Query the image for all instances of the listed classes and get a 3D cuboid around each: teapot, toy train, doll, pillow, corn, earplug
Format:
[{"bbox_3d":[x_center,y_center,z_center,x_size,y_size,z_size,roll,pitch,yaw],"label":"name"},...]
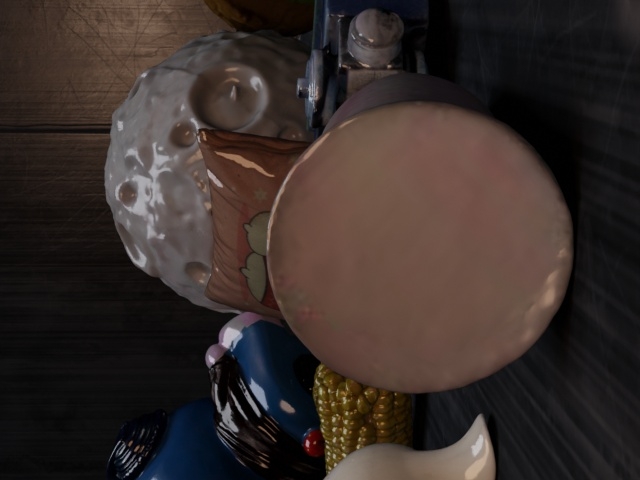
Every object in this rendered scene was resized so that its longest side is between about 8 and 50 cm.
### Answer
[{"bbox_3d":[0.057,0.276,1.111,0.208,0.166,0.299,-121,23,-68],"label":"teapot"},{"bbox_3d":[0.040,-0.134,1.365,0.299,0.131,0.202,96,175,-54],"label":"toy train"},{"bbox_3d":[-0.086,0.262,1.679,0.310,0.284,0.240,-50,15,25],"label":"doll"},{"bbox_3d":[0.000,0.000,1.300,0.236,0.223,0.084,92,-169,-45],"label":"pillow"},{"bbox_3d":[0.044,0.232,1.492,0.101,0.101,0.291,-96,4,-58],"label":"corn"},{"bbox_3d":[0.059,-0.034,0.962,0.301,0.172,0.172,-84,-4,-74],"label":"earplug"}]

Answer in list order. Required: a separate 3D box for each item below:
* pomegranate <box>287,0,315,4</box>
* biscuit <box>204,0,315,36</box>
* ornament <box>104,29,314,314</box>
[{"bbox_3d":[-0.006,-0.394,1.585,0.236,0.236,0.302,96,-160,-57],"label":"pomegranate"},{"bbox_3d":[-0.043,-0.383,1.732,0.075,0.296,0.295,20,113,53],"label":"biscuit"},{"bbox_3d":[-0.086,-0.086,1.715,0.337,0.337,0.337,180,90,-86],"label":"ornament"}]
